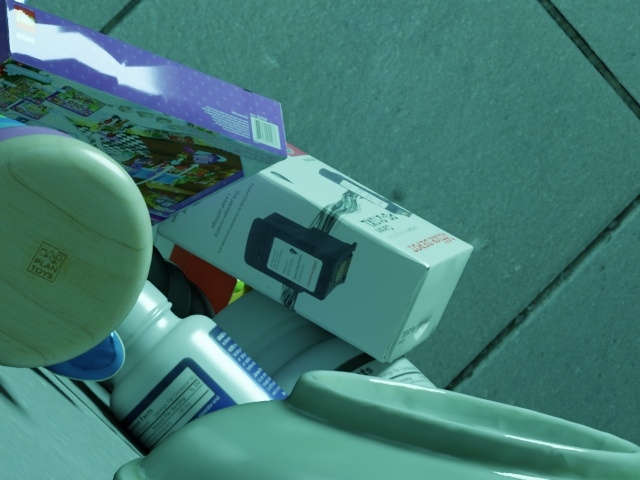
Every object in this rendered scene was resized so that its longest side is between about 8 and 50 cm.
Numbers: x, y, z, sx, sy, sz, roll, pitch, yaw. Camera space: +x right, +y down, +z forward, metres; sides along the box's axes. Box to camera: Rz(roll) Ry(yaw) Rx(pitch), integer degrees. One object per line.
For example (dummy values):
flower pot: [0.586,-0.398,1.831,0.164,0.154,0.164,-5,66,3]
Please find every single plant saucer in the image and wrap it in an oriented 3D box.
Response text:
plant saucer: [0.080,0.148,1.065,0.400,0.101,0.400,12,1,0]

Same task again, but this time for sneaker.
sneaker: [-0.189,0.058,1.250,0.152,0.058,0.084,42,-8,-27]

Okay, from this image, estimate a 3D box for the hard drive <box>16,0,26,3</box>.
hard drive: [-0.408,-0.235,1.562,0.318,0.040,0.210,-16,-59,50]

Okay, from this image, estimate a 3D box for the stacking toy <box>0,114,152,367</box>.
stacking toy: [-0.227,-0.033,1.175,0.141,0.141,0.330,47,-7,-29]

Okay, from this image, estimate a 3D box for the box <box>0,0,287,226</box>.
box: [-0.198,-0.088,1.434,0.293,0.201,0.057,18,56,-46]

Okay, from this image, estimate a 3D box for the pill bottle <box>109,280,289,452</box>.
pill bottle: [-0.103,0.126,1.450,0.187,0.112,0.112,45,-4,1]

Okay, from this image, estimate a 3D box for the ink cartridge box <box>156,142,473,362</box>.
ink cartridge box: [0.000,0.000,1.615,0.237,0.100,0.172,30,14,13]

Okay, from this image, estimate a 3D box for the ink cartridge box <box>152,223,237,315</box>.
ink cartridge box: [-0.188,0.041,1.882,0.066,0.189,0.232,0,37,-33]

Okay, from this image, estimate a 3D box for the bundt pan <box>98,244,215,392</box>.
bundt pan: [-0.224,0.022,1.713,0.331,0.124,0.331,45,-3,3]

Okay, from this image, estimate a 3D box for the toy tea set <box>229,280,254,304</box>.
toy tea set: [-0.182,0.102,2.012,0.336,0.124,0.200,2,-75,58]

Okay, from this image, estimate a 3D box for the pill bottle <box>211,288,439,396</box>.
pill bottle: [0.041,0.214,1.600,0.363,0.210,0.210,43,-4,24]
